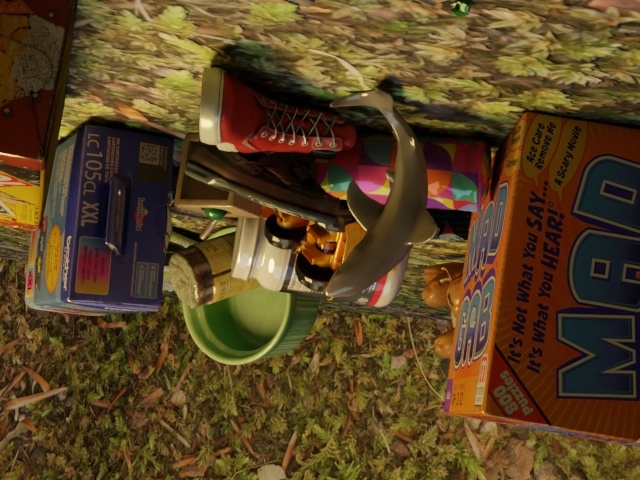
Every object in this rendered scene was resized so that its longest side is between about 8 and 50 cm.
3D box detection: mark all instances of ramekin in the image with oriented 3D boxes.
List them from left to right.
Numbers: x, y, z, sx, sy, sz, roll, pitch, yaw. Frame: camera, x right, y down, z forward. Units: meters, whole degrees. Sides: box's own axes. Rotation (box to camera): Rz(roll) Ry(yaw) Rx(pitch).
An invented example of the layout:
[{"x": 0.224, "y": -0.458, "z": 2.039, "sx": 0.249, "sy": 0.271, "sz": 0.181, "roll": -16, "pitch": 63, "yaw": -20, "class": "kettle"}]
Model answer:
[{"x": -0.148, "y": 0.125, "z": 2.278, "sx": 0.303, "sy": 0.303, "sz": 0.148, "roll": 2, "pitch": 176, "yaw": 34, "class": "ramekin"}]

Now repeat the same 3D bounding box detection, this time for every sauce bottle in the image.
[{"x": -0.100, "y": 0.025, "z": 1.826, "sx": 0.344, "sy": 0.111, "sz": 0.111, "roll": -17, "pitch": -174, "yaw": -33, "class": "sauce bottle"}]

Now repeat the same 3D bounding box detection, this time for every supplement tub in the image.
[{"x": 0.000, "y": 0.000, "z": 1.687, "sx": 0.272, "sy": 0.191, "sz": 0.191, "roll": 10, "pitch": 170, "yaw": -8, "class": "supplement tub"}]

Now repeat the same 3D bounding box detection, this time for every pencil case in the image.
[{"x": 0.107, "y": -0.091, "z": 1.343, "sx": 0.236, "sy": 0.104, "sz": 0.104, "roll": 5, "pitch": 170, "yaw": 19, "class": "pencil case"}]

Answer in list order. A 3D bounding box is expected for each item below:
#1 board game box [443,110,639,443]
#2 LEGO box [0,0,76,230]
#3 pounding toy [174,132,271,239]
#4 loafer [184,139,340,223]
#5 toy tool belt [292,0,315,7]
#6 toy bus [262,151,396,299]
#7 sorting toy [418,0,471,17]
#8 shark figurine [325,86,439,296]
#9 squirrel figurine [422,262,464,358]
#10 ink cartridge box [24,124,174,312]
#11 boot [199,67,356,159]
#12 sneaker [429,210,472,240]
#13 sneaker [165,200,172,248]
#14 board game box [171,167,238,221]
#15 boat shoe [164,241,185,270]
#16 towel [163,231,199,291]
[{"x": 0.379, "y": 0.078, "z": 1.314, "sx": 0.356, "sy": 0.356, "sz": 0.356, "roll": 9, "pitch": 171, "yaw": 1, "class": "board game box"}, {"x": -0.475, "y": -0.163, "z": 1.116, "sx": 0.372, "sy": 0.193, "sz": 0.500, "roll": 10, "pitch": 170, "yaw": -14, "class": "LEGO box"}, {"x": -0.145, "y": -0.077, "z": 1.503, "sx": 0.130, "sy": 0.141, "sz": 0.100, "roll": 2, "pitch": 169, "yaw": 33, "class": "pounding toy"}, {"x": -0.077, "y": -0.092, "z": 1.337, "sx": 0.267, "sy": 0.084, "sz": 0.096, "roll": 21, "pitch": -176, "yaw": 39, "class": "loafer"}, {"x": -0.034, "y": -0.221, "z": 0.833, "sx": 0.051, "sy": 0.052, "sz": 0.083, "roll": -12, "pitch": 159, "yaw": 42, "class": "toy tool belt"}, {"x": 0.041, "y": -0.045, "z": 1.518, "sx": 0.211, "sy": 0.149, "sz": 0.220, "roll": -18, "pitch": -132, "yaw": -30, "class": "toy bus"}, {"x": 0.107, "y": -0.212, "z": 0.875, "sx": 0.083, "sy": 0.012, "sz": 0.062, "roll": 15, "pitch": 168, "yaw": -33, "class": "sorting toy"}, {"x": 0.102, "y": -0.055, "z": 1.223, "sx": 0.166, "sy": 0.278, "sz": 0.116, "roll": -5, "pitch": -156, "yaw": -23, "class": "shark figurine"}, {"x": 0.399, "y": 0.108, "z": 1.982, "sx": 0.397, "sy": 0.281, "sz": 0.370, "roll": -6, "pitch": 159, "yaw": 2, "class": "squirrel figurine"}, {"x": -0.346, "y": -0.023, "z": 1.606, "sx": 0.151, "sy": 0.270, "sz": 0.395, "roll": 7, "pitch": 172, "yaw": -28, "class": "ink cartridge box"}, {"x": -0.047, "y": -0.144, "z": 1.208, "sx": 0.176, "sy": 0.088, "sz": 0.244, "roll": 7, "pitch": 179, "yaw": 6, "class": "boot"}, {"x": 0.247, "y": -0.028, "z": 1.769, "sx": 0.161, "sy": 0.057, "sz": 0.075, "roll": -1, "pitch": -176, "yaw": 38, "class": "sneaker"}, {"x": -0.416, "y": -0.044, "z": 1.850, "sx": 0.330, "sy": 0.146, "sz": 0.122, "roll": 10, "pitch": 146, "yaw": -31, "class": "sneaker"}, {"x": -0.197, "y": -0.076, "z": 1.805, "sx": 0.194, "sy": 0.060, "sz": 0.194, "roll": 2, "pitch": 168, "yaw": 31, "class": "board game box"}, {"x": -0.397, "y": -0.005, "z": 2.033, "sx": 0.302, "sy": 0.091, "sz": 0.114, "roll": 9, "pitch": -169, "yaw": -35, "class": "boat shoe"}, {"x": -0.418, "y": 0.032, "z": 2.491, "sx": 0.320, "sy": 0.090, "sz": 0.374, "roll": -6, "pitch": 156, "yaw": 44, "class": "towel"}]
